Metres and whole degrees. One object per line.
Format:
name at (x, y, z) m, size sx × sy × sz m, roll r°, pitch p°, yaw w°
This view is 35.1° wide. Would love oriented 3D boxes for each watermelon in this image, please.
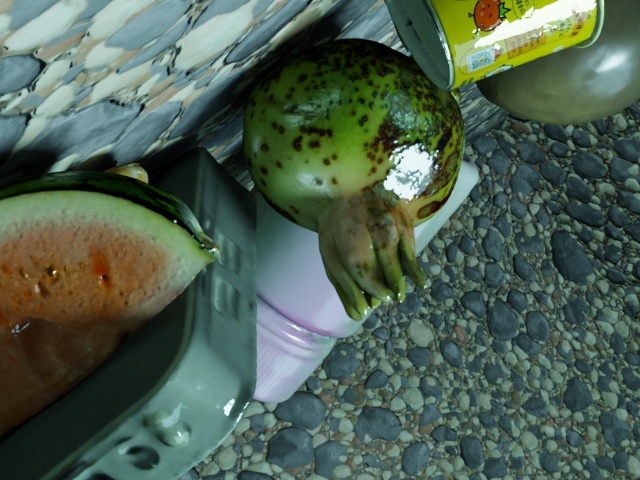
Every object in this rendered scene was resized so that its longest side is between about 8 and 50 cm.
watermelon at (-0.235, 0.025, 0.809) m, size 0.303 × 0.159 × 0.128 m, roll -39°, pitch -157°, yaw 19°

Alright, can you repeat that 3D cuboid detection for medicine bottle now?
medicine bottle at (0.000, 0.000, 1.262) m, size 0.388 × 0.219 × 0.219 m, roll -53°, pitch 171°, yaw 15°

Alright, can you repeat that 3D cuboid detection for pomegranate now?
pomegranate at (0.034, -0.060, 1.015) m, size 0.222 × 0.276 × 0.204 m, roll -3°, pitch 178°, yaw -9°

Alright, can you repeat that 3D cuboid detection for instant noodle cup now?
instant noodle cup at (0.143, -0.226, 0.911) m, size 0.144 × 0.182 × 0.182 m, roll -28°, pitch 175°, yaw -5°

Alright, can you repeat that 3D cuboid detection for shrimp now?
shrimp at (-0.205, -0.032, 0.928) m, size 0.095 × 0.045 × 0.162 m, roll -37°, pitch -179°, yaw -19°

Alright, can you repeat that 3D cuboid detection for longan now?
longan at (0.348, -0.284, 1.411) m, size 0.300 × 0.243 × 0.300 m, roll -13°, pitch -177°, yaw 1°

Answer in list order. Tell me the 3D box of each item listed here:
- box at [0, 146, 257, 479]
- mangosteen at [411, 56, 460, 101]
box at (-0.227, 0.125, 0.956) m, size 0.396 × 0.111 × 0.396 m, roll -40°, pitch -154°, yaw 18°
mangosteen at (0.129, -0.173, 1.427) m, size 0.166 × 0.166 × 0.180 m, roll -28°, pitch 139°, yaw -64°
